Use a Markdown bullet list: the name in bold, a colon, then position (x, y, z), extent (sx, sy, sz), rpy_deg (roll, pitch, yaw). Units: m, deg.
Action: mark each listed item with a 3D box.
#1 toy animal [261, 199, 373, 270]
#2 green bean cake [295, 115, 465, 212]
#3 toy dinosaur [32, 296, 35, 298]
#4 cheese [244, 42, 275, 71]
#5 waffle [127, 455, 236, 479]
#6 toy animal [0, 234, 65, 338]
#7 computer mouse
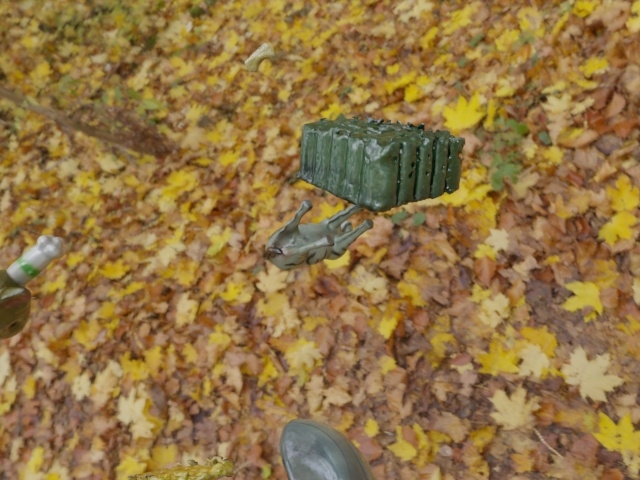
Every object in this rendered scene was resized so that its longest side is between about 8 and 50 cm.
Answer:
- **toy animal**: position (0.015, -0.008, 1.176), extent (0.170, 0.255, 0.089), rpy_deg (-32, 73, 27)
- **green bean cake**: position (0.087, -0.129, 1.056), extent (0.208, 0.194, 0.107), rpy_deg (24, 122, 44)
- **toy dinosaur**: position (-0.760, 0.156, 1.611), extent (0.058, 0.180, 0.037), rpy_deg (-17, 98, 44)
- **cheese**: position (-0.153, -0.462, 1.760), extent (0.083, 0.044, 0.030), rpy_deg (-43, 9, 6)
- **waffle**: position (-0.354, 0.591, 1.750), extent (0.281, 0.262, 0.060), rpy_deg (-9, 81, -6)
- **toy animal**: position (-0.625, 0.142, 1.288), extent (0.363, 0.180, 0.181), rpy_deg (-20, 40, -4)
- **computer mouse**: position (0.048, 0.476, 1.249), extent (0.122, 0.188, 0.370), rpy_deg (-35, 58, 17)
